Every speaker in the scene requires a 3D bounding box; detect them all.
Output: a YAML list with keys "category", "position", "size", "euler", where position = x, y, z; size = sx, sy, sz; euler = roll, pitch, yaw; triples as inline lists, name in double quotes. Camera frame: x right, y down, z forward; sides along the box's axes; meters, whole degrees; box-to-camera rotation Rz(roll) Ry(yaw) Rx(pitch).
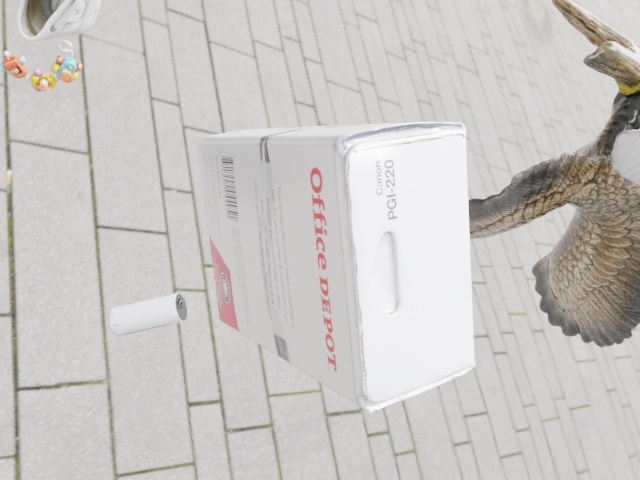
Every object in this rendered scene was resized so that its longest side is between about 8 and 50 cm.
- category: "speaker"
  position: [-0.317, 0.137, 1.174]
  size: [0.055, 0.136, 0.055]
  euler: [-14, 90, -81]

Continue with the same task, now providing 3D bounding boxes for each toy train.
- category: "toy train"
  position: [-0.634, -0.390, 1.452]
  size: [0.125, 0.166, 0.046]
  euler: [77, -5, -60]

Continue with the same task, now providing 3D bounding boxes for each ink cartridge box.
- category: "ink cartridge box"
  position: [0.000, 0.000, 0.446]
  size: [0.092, 0.218, 0.159]
  euler: [-12, 104, -28]

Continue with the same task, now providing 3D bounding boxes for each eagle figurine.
- category: "eagle figurine"
  position: [0.241, -0.034, 0.611]
  size: [0.225, 0.298, 0.226]
  euler: [4, 39, -44]

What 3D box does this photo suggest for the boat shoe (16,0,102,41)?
- category: "boat shoe"
  position: [-0.280, -0.331, 0.700]
  size: [0.098, 0.277, 0.096]
  euler: [34, 44, -1]
